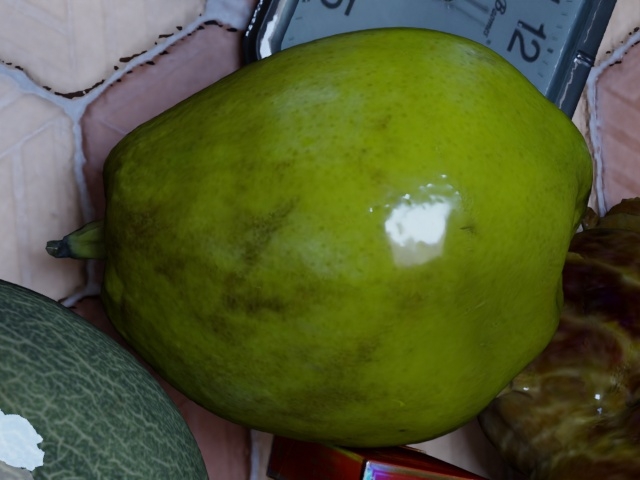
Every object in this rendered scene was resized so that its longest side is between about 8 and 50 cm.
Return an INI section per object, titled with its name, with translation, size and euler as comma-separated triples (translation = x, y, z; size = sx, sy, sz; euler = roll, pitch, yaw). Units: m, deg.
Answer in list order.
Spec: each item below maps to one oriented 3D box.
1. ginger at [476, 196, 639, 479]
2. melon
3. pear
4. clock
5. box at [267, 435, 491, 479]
[ginger]
translation = 0.255, 0.117, 1.060
size = 0.274, 0.152, 0.357
euler = -9, 50, -9
[melon]
translation = -0.210, 0.151, 0.879
size = 0.302, 0.237, 0.237
euler = 35, 77, -19
[pear]
translation = 0.000, 0.000, 0.957
size = 0.375, 0.287, 0.287
euler = -1, 90, 1
[clock]
translation = 0.099, -0.199, 1.113
size = 0.279, 0.049, 0.273
euler = 26, 81, -20
[box]
translation = 0.043, 0.173, 1.017
size = 0.112, 0.175, 0.048
euler = 13, 87, -23
